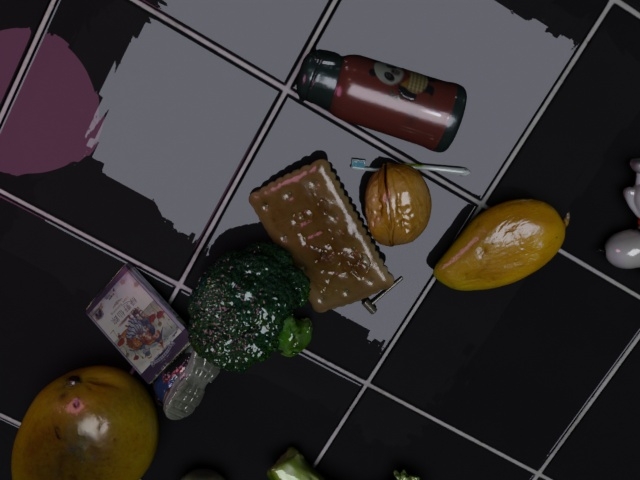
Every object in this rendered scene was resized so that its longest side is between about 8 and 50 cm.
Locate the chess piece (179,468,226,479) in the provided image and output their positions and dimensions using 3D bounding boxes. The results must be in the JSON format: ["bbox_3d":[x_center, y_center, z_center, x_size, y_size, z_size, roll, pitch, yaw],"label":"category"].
[{"bbox_3d":[-0.295,0.713,1.598,0.182,0.182,0.331,8,99,-3],"label":"chess piece"}]

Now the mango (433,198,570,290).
[{"bbox_3d":[0.394,0.013,1.452,0.316,0.119,0.177,-32,110,11],"label":"mango"}]

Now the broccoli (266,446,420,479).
[{"bbox_3d":[0.031,0.706,1.569,0.396,0.275,0.353,19,59,-12],"label":"broccoli"}]

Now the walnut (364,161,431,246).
[{"bbox_3d":[0.163,-0.078,1.412,0.144,0.144,0.180,-10,100,1],"label":"walnut"}]

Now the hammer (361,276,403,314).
[{"bbox_3d":[0.146,0.121,1.527,0.110,0.019,0.035,-41,102,3],"label":"hammer"}]

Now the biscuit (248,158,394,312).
[{"bbox_3d":[0.000,0.000,1.444,0.217,0.044,0.325,-23,105,25],"label":"biscuit"}]

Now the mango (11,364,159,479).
[{"bbox_3d":[-0.536,0.484,1.510,0.301,0.221,0.445,18,113,-12],"label":"mango"}]

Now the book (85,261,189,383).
[{"bbox_3d":[-0.406,0.185,1.488,0.231,0.026,0.157,46,100,8],"label":"book"}]

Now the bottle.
[{"bbox_3d":[0.116,-0.290,1.356,0.335,0.144,0.144,15,104,-4],"label":"bottle"}]

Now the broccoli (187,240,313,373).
[{"bbox_3d":[-0.140,0.161,1.416,0.297,0.298,0.297,-37,125,8],"label":"broccoli"}]

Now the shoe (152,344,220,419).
[{"bbox_3d":[-0.309,0.290,1.531,0.099,0.125,0.228,40,74,-45],"label":"shoe"}]

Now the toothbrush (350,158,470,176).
[{"bbox_3d":[0.196,-0.155,1.453,0.262,0.022,0.026,5,116,-2],"label":"toothbrush"}]

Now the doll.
[{"bbox_3d":[0.734,-0.036,1.433,0.207,0.144,0.272,15,108,5],"label":"doll"}]
